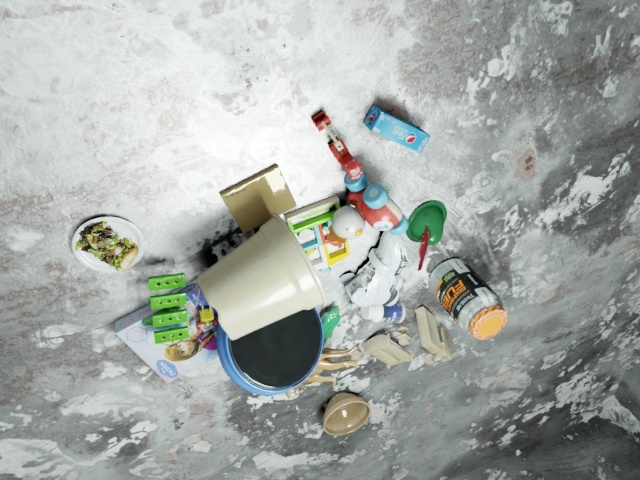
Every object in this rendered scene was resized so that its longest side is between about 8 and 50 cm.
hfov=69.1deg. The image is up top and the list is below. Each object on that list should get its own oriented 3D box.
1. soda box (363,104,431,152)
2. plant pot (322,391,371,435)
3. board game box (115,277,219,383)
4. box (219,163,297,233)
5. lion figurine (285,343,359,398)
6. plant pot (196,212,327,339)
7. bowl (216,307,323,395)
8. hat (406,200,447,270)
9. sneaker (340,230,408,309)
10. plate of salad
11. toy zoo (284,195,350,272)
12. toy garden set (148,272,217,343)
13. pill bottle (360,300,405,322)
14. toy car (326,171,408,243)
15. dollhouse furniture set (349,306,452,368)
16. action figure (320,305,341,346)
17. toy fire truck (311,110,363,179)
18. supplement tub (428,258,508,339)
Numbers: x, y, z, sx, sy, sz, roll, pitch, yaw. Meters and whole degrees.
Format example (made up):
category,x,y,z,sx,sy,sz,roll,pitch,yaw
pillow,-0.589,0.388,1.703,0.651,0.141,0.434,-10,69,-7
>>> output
category,x,y,z,sx,sy,sz,roll,pitch,yaw
soda box,0.242,-0.349,1.465,0.210,0.071,0.067,16,116,-31
plant pot,0.108,0.796,2.182,0.237,0.110,0.238,-11,126,-16
board game box,-0.483,0.324,1.631,0.317,0.066,0.319,-28,128,-2
box,-0.192,-0.128,1.469,0.201,0.021,0.165,-28,129,-3
lion figurine,-0.022,0.498,1.854,0.240,0.142,0.392,11,135,-20
plant pot,-0.194,0.131,1.422,0.305,0.334,0.334,-29,130,-12
bowl,-0.161,0.335,1.610,0.390,0.077,0.392,7,76,-29
hat,0.426,-0.012,1.705,0.172,0.184,0.209,12,118,-29
sneaker,0.196,0.120,1.728,0.210,0.137,0.366,-13,130,-18
plate of salad,-0.625,0.021,1.374,0.199,0.048,0.200,-11,127,-15
toy zoo,0.000,0.000,1.633,0.192,0.030,0.293,-22,128,-8
toy garden set,-0.440,0.204,1.499,0.203,0.049,0.245,-7,118,-23
pill bottle,0.254,0.290,1.900,0.169,0.094,0.094,7,120,-26
toy car,0.125,-0.066,1.512,0.238,0.210,0.219,-45,139,3
dollhouse furniture set,0.355,0.456,2.088,0.355,0.174,0.303,-27,134,28
action figure,0.011,0.346,1.853,0.137,0.064,0.232,18,120,-34
toy fire truck,0.053,-0.282,1.391,0.047,0.192,0.135,-34,157,4
supplement tub,0.587,0.232,1.858,0.193,0.316,0.194,-11,126,-16
